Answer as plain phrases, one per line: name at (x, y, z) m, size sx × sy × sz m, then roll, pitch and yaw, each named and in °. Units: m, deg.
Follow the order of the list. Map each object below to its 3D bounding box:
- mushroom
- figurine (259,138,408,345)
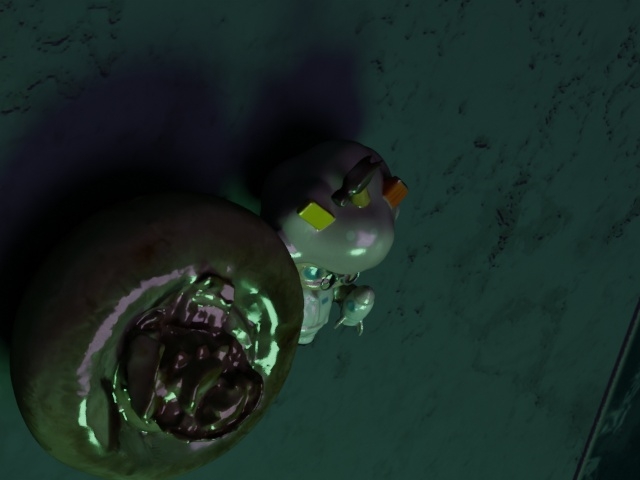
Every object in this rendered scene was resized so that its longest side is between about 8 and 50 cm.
mushroom at (-0.108, 0.075, 1.346) m, size 0.226 × 0.178 × 0.226 m, roll -23°, pitch 127°, yaw -35°
figurine at (0.000, 0.000, 1.466) m, size 0.137 × 0.112 × 0.229 m, roll -11°, pitch 139°, yaw -32°
